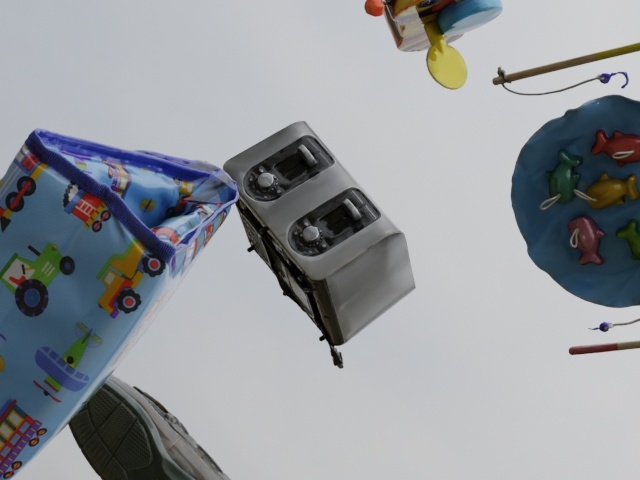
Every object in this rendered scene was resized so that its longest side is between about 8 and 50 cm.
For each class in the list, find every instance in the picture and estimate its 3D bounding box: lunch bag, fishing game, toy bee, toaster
[{"bbox_3d":[-0.168,0.042,1.376,0.138,0.221,0.293,40,13,10],"label":"lunch bag"},{"bbox_3d":[0.244,-0.027,1.517,0.189,0.041,0.264,-7,-75,25],"label":"fishing game"},{"bbox_3d":[0.103,-0.272,1.939,0.298,0.162,0.195,96,-28,-56],"label":"toy bee"},{"bbox_3d":[0.000,0.000,1.798,0.168,0.110,0.186,51,-11,28],"label":"toaster"}]

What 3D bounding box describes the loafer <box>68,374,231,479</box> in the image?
[{"bbox_3d":[-0.162,0.238,1.947,0.267,0.084,0.096,46,-64,11],"label":"loafer"}]
